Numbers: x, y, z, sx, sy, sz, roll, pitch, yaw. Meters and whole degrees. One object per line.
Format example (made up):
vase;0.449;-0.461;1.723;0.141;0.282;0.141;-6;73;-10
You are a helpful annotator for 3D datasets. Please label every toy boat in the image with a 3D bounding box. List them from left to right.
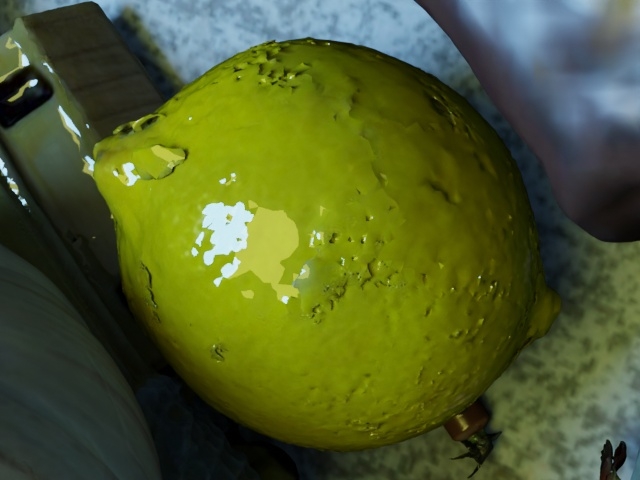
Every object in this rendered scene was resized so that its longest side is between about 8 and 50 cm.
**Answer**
toy boat;-0.140;-0.021;0.901;0.162;0.136;0.445;-37;78;2

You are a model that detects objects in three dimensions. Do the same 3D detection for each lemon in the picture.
lemon;0.000;0.000;0.777;0.173;0.206;0.173;-41;37;42

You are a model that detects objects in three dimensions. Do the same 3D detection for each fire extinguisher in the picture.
fire extinguisher;0.056;0.071;0.865;0.028;0.022;0.083;-32;80;-5

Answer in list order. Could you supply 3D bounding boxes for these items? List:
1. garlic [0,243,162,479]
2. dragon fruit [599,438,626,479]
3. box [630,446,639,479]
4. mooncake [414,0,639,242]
garlic;-0.193;0.126;0.724;0.317;0.317;0.259;-3;135;30
dragon fruit;0.166;0.151;0.769;0.142;0.130;0.121;-21;120;29
box;0.312;0.040;0.575;0.396;0.111;0.396;13;105;-5
mooncake;0.124;-0.156;0.712;0.333;0.174;0.326;-11;94;29
